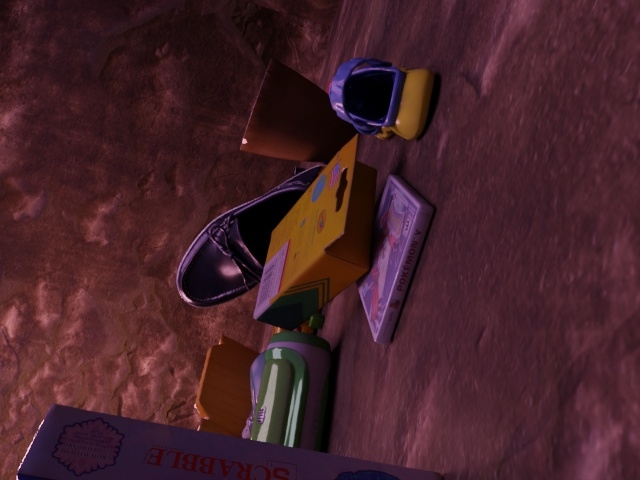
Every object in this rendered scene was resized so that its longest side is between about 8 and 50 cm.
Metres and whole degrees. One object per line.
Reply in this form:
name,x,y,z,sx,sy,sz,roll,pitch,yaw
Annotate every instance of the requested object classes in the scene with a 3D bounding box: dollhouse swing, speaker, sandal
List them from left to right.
dollhouse swing,-0.270,0.537,1.562,0.305,0.315,0.346,-50,20,25
speaker,-0.056,0.313,0.922,0.131,0.131,0.296,117,164,-61
sandal,0.078,-0.232,0.860,0.317,0.138,0.126,-114,36,-80

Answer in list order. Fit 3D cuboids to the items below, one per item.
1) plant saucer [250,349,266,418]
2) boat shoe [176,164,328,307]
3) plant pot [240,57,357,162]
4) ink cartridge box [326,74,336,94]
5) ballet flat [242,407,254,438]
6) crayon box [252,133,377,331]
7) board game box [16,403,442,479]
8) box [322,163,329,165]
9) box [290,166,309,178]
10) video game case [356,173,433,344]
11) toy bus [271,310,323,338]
plant saucer,-0.114,0.394,1.140,0.317,0.044,0.317,175,90,-80
boat shoe,-0.149,0.007,1.182,0.500,0.186,0.156,-32,6,24
plant pot,-0.044,-0.292,1.352,0.237,0.255,0.237,-159,90,-81
ink cartridge box,0.040,-0.337,1.521,0.134,0.078,0.230,-120,44,-78
ballet flat,-0.160,0.492,1.320,0.072,0.068,0.213,-50,-47,-78
crayon box,0.000,0.000,0.891,0.318,0.081,0.202,-45,28,50
board game box,-0.092,0.301,0.484,0.066,0.318,0.318,-89,14,-57
box,0.010,-0.072,1.361,0.183,0.056,0.230,-102,26,-74
box,-0.074,-0.024,1.413,0.295,0.073,0.293,163,119,-81
video game case,0.093,0.015,0.736,0.201,0.023,0.183,-102,26,-72
toy bus,-0.066,0.203,1.257,0.202,0.105,0.190,-88,14,-55
